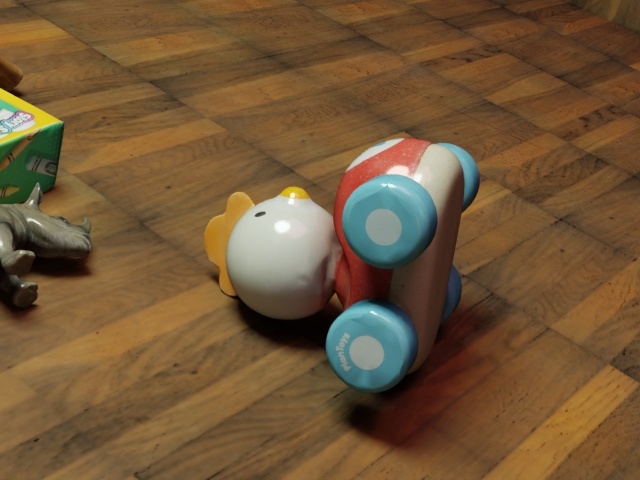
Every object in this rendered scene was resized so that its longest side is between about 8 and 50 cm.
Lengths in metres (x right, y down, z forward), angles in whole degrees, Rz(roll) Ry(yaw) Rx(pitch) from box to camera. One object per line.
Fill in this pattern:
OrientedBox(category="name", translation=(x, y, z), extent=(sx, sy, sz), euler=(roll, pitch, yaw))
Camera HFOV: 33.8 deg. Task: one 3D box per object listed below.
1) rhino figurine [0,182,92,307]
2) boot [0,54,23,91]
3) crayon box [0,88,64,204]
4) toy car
OrientedBox(category="rhino figurine", translation=(-0.287, 0.007, 0.894), extent=(0.106, 0.073, 0.243), euler=(34, 32, 22))
OrientedBox(category="boot", translation=(-0.475, -0.271, 1.118), extent=(0.264, 0.096, 0.280), euler=(24, -3, 11))
OrientedBox(category="crayon box", translation=(-0.392, -0.075, 0.967), extent=(0.165, 0.081, 0.278), euler=(28, 31, 17))
OrientedBox(category="toy car", translation=(0.000, 0.000, 0.950), extent=(0.237, 0.210, 0.219), euler=(12, 17, 16))
